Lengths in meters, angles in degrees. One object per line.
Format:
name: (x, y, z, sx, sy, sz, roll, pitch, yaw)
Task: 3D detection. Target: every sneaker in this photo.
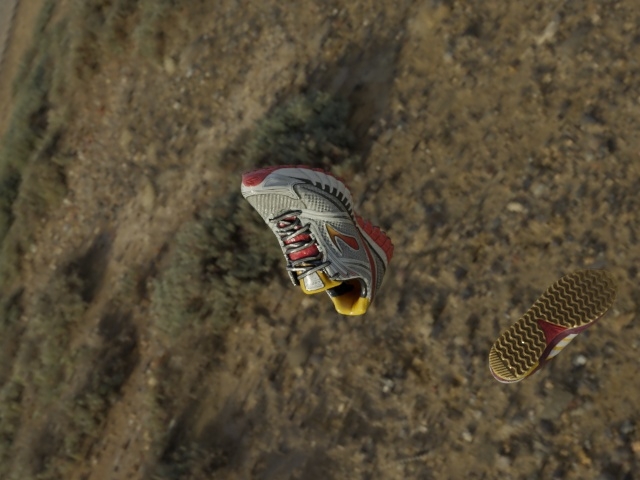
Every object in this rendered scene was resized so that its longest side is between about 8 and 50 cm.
sneaker: (0.279, 0.103, 1.203, 0.185, 0.084, 0.070, -37, 73, -1)
sneaker: (0.000, 0.000, 0.988, 0.088, 0.225, 0.093, -7, 56, 37)
